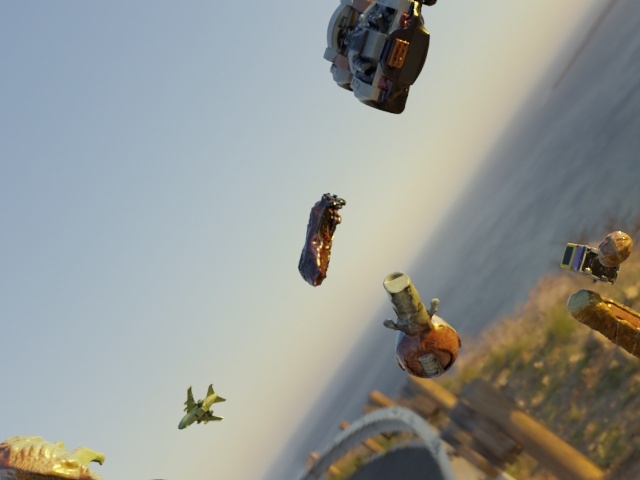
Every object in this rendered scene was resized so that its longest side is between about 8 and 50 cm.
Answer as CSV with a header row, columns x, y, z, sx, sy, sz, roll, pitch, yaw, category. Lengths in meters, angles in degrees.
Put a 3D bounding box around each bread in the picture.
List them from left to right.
x,y,z,sx,sy,sz,roll,pitch,yaw,category
0.454,0.014,1.525,0.052,0.044,0.157,-43,-14,8,bread

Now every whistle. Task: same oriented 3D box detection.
x,y,z,sx,sy,sz,roll,pitch,yaw,category
0.216,0.195,2.161,0.346,0.142,0.133,62,-149,-45,whistle

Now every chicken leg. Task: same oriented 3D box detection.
x,y,z,sx,sy,sz,roll,pitch,yaw,category
0.000,0.000,1.833,0.105,0.063,0.233,98,-176,-62,chicken leg

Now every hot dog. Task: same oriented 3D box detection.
x,y,z,sx,sy,sz,roll,pitch,yaw,category
0.570,0.171,1.793,0.088,0.286,0.061,-46,20,58,hot dog

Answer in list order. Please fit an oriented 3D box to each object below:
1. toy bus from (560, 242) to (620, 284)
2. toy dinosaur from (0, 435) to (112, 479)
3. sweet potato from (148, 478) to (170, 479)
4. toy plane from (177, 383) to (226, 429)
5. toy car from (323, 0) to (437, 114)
x,y,z,sx,sy,sz,roll,pitch,yaw,category
0.472,0.042,1.726,0.058,0.102,0.052,13,85,54,toy bus
-0.389,0.306,1.325,0.205,0.393,0.092,49,-127,-69,toy dinosaur
-0.266,0.405,1.389,0.310,0.098,0.124,-49,12,30,sweet potato
-0.245,0.342,1.989,0.111,0.102,0.040,-44,18,-8,toy plane
0.088,-0.307,1.504,0.301,0.118,0.193,-115,41,-69,toy car
